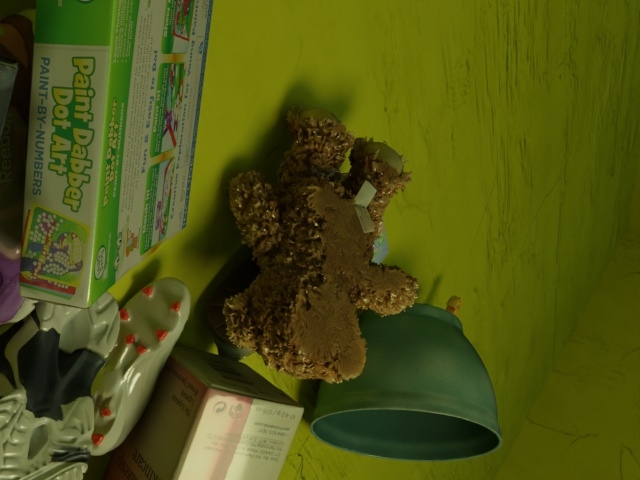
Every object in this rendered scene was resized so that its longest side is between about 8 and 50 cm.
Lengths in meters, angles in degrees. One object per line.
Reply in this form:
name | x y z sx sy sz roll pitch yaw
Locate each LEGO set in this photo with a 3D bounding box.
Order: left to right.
LEGO set | 0.214 0.132 1.475 0.093 0.087 0.227 -61 152 -11

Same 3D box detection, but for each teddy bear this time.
teddy bear | 0.000 0.000 0.895 0.245 0.113 0.338 13 67 -33

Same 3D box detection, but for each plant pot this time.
plant pot | 0.137 0.219 1.248 0.293 0.293 0.196 60 31 -56

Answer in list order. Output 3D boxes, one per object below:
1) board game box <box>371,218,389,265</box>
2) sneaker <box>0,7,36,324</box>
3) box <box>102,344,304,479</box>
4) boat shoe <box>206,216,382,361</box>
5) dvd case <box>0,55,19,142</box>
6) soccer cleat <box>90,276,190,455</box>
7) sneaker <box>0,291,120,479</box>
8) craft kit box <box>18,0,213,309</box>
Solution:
board game box | 0.021 0.035 1.126 0.211 0.039 0.160 -52 148 -27
sneaker | -0.248 -0.050 0.563 0.104 0.095 0.236 -8 112 -50
box | -0.141 0.249 0.850 0.127 0.148 0.232 21 90 -35
boat shoe | -0.032 0.035 0.985 0.285 0.104 0.089 -40 158 -26
dvd case | -0.301 -0.041 0.407 0.238 0.029 0.179 13 101 -27
soccer cleat | -0.192 0.128 0.812 0.196 0.068 0.076 -62 166 -7
sneaker | -0.252 0.146 0.613 0.094 0.153 0.235 33 45 -33
craft kit box | -0.145 -0.104 0.603 0.246 0.061 0.250 -77 177 -76
